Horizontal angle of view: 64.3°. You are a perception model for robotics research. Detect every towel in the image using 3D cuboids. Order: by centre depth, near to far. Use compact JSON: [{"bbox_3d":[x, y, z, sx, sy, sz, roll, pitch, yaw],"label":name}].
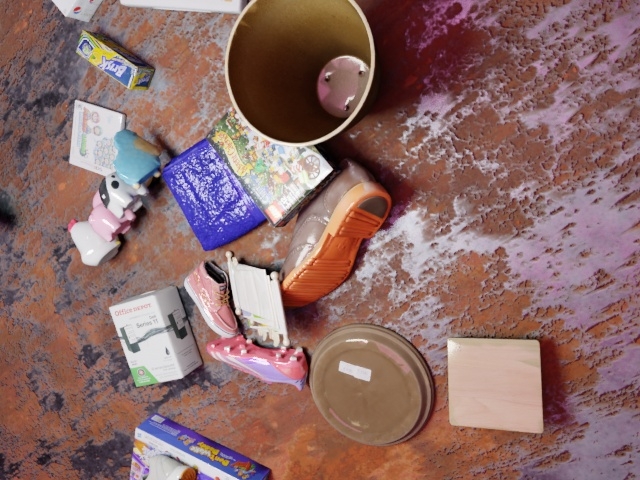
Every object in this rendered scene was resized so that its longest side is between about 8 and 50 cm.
[{"bbox_3d":[-0.181,-0.131,1.067,0.308,0.076,0.228,-28,89,25],"label":"towel"}]

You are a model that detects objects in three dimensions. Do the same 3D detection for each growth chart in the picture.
[{"bbox_3d":[-0.137,0.123,1.073,0.237,0.021,0.172,14,113,53],"label":"growth chart"}]

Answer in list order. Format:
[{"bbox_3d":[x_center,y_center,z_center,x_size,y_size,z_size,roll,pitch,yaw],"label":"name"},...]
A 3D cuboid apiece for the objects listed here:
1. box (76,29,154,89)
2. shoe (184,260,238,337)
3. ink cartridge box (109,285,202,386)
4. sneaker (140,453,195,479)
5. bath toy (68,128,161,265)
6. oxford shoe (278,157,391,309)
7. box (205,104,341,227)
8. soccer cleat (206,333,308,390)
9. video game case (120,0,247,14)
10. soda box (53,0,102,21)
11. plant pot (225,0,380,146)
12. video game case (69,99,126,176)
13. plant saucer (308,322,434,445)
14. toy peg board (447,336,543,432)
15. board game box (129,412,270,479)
[{"bbox_3d":[-0.455,-0.399,1.130,0.169,0.059,0.054,35,114,12],"label":"box"},{"bbox_3d":[-0.233,0.132,1.151,0.081,0.063,0.178,-44,79,29],"label":"shoe"},{"bbox_3d":[-0.396,0.229,1.226,0.153,0.087,0.209,-17,94,24],"label":"ink cartridge box"},{"bbox_3d":[-0.391,0.630,1.230,0.121,0.099,0.263,25,102,23],"label":"sneaker"},{"bbox_3d":[-0.479,-0.086,1.165,0.129,0.151,0.348,42,124,-1],"label":"bath toy"},{"bbox_3d":[0.000,0.000,1.019,0.364,0.130,0.133,-52,49,29],"label":"oxford shoe"},{"bbox_3d":[-0.093,-0.163,0.954,0.159,0.044,0.233,-43,77,20],"label":"box"},{"bbox_3d":[-0.146,0.275,1.142,0.247,0.083,0.095,5,108,19],"label":"soccer cleat"},{"bbox_3d":[-0.271,-0.637,1.017,0.299,0.036,0.329,12,105,19],"label":"video game case"},{"bbox_3d":[-0.588,-0.598,1.137,0.074,0.069,0.216,-42,85,24],"label":"soda box"},{"bbox_3d":[0.006,-0.277,0.858,0.237,0.254,0.237,4,101,20],"label":"plant pot"},{"bbox_3d":[-0.535,-0.242,1.219,0.143,0.019,0.157,19,108,17],"label":"video game case"},{"bbox_3d":[0.097,0.311,1.070,0.277,0.041,0.278,5,103,22],"label":"plant saucer"},{"bbox_3d":[0.327,0.262,0.956,0.161,0.079,0.161,-3,85,22],"label":"toy peg board"},{"bbox_3d":[-0.313,0.616,1.281,0.347,0.078,0.233,17,107,18],"label":"board game box"}]
